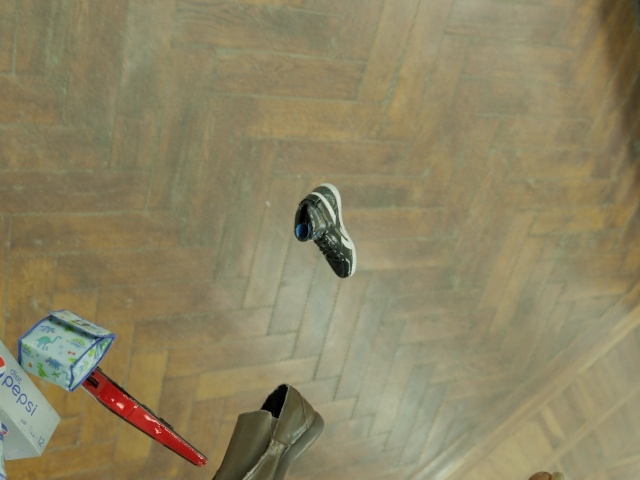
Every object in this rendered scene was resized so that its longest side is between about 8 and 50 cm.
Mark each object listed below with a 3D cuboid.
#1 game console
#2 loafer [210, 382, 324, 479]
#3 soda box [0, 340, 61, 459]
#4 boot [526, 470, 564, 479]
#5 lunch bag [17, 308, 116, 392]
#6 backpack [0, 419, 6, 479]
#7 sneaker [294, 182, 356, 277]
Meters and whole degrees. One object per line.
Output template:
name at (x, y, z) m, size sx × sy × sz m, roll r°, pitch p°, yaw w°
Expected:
game console at (-0.471, 0.393, 1.898) m, size 0.060 × 0.386 × 0.342 m, roll -54°, pitch 130°, yaw -14°
loafer at (-0.126, 0.371, 1.363) m, size 0.133 × 0.130 × 0.366 m, roll -27°, pitch -175°, yaw 29°
soda box at (-0.612, 0.280, 1.450) m, size 0.091 × 0.098 × 0.286 m, roll -13°, pitch 123°, yaw 19°
boot at (0.124, 0.338, 0.841) m, size 0.109 × 0.220 × 0.284 m, roll 12°, pitch 102°, yaw -61°
lunch bag at (-0.493, 0.202, 1.515) m, size 0.151 × 0.128 × 0.096 m, roll -52°, pitch 163°, yaw -57°
backpack at (-0.596, 0.303, 1.007) m, size 0.355 × 0.273 × 0.290 m, roll -21°, pitch 153°, yaw -22°
sneaker at (0.000, 0.000, 1.624) m, size 0.121 × 0.079 × 0.217 m, roll -36°, pitch 118°, yaw -45°
